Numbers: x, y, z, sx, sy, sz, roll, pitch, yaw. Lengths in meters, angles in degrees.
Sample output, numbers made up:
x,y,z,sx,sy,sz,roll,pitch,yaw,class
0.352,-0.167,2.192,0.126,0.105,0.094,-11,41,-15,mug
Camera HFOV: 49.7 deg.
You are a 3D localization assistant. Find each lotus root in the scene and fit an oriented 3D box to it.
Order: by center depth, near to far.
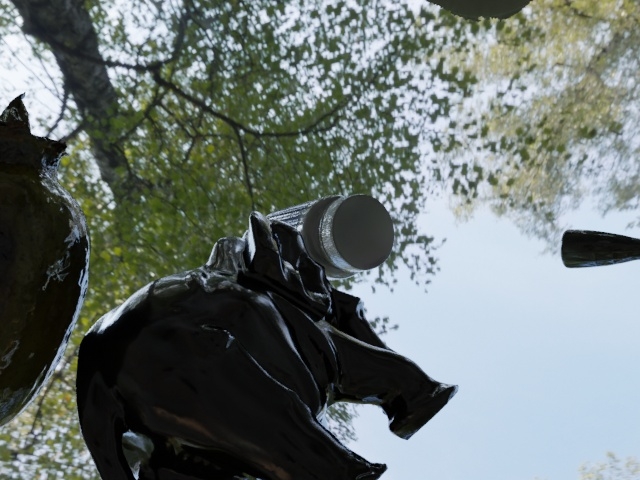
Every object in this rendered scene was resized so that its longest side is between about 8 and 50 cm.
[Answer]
x,y,z,sx,sy,sz,roll,pitch,yaw,class
-0.249,0.013,0.512,0.154,0.154,0.278,14,-99,14,lotus root

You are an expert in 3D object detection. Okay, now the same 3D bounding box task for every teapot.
x,y,z,sx,sy,sz,roll,pitch,yaw,class
0.304,0.008,0.697,0.111,0.043,0.042,-1,-113,34,teapot

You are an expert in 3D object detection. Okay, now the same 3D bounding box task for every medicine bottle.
x,y,z,sx,sy,sz,roll,pitch,yaw,class
0.000,0.000,0.859,0.103,0.187,0.102,4,-98,-32,medicine bottle

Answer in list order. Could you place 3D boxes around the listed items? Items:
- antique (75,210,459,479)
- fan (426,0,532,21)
x,y,z,sx,sy,sz,roll,pitch,yaw,class
-0.051,0.117,0.588,0.255,0.322,0.185,45,-55,17,antique
0.152,-0.341,0.536,0.191,0.009,0.329,10,-74,-17,fan
